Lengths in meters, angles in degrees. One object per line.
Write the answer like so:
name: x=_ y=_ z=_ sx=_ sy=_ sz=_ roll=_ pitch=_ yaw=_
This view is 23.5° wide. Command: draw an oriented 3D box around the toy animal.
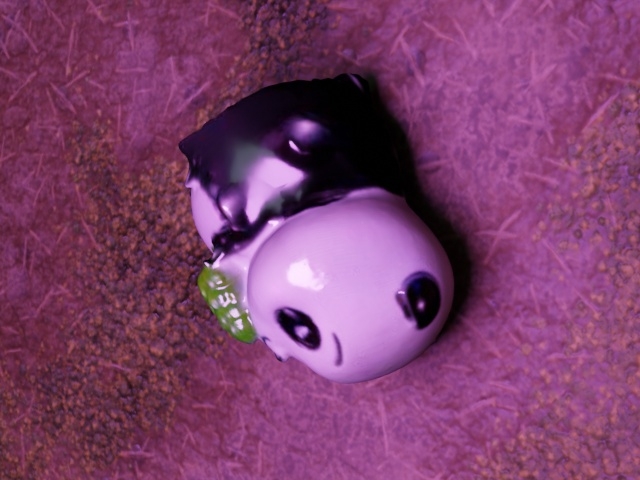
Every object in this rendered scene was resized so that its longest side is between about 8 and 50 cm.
toy animal: x=-0.008 y=0.004 z=1.363 sx=0.212 sy=0.213 sz=0.266 roll=-37 pitch=65 yaw=32
